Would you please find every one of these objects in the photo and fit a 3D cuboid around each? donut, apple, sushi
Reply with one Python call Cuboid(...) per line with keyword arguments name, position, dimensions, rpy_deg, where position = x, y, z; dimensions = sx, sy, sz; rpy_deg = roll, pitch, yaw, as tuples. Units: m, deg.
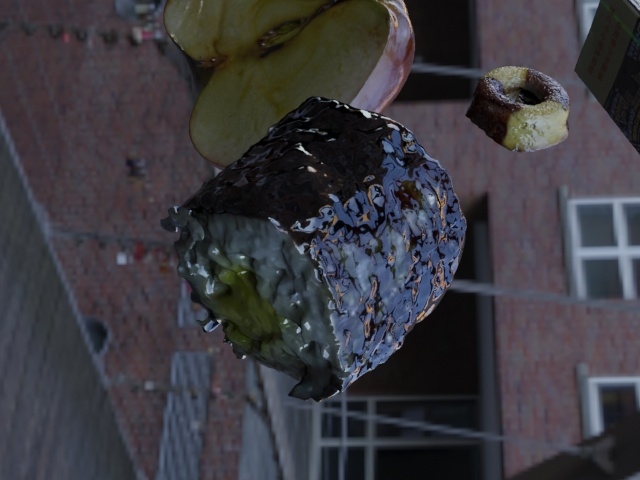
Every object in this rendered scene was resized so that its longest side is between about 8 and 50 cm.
Cuboid(name="donut", position=(0.265, -0.176, 1.574), dimensions=(0.140, 0.140, 0.059), rpy_deg=(-85, -178, -49))
Cuboid(name="apple", position=(-0.046, -0.281, 1.739), dimensions=(0.328, 0.365, 0.295), rpy_deg=(57, 18, -19))
Cuboid(name="sushi", position=(0.000, 0.001, 1.474), dimensions=(0.294, 0.281, 0.299), rpy_deg=(-40, 113, -33))

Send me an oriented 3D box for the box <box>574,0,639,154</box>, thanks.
Cuboid(name="box", position=(0.553, -0.276, 1.989), dimensions=(0.198, 0.084, 0.310), rpy_deg=(102, -27, -43))
